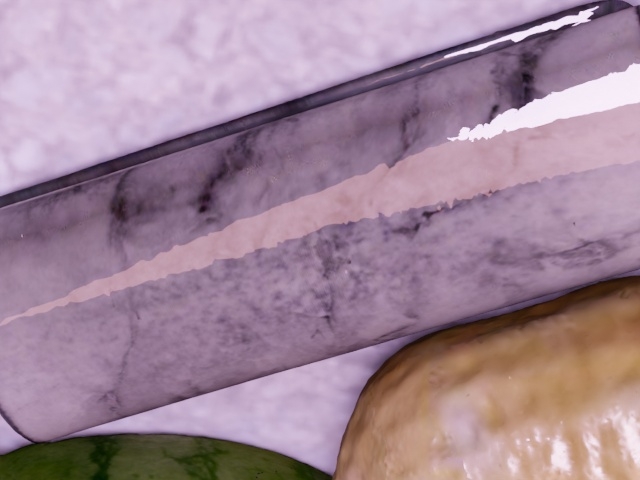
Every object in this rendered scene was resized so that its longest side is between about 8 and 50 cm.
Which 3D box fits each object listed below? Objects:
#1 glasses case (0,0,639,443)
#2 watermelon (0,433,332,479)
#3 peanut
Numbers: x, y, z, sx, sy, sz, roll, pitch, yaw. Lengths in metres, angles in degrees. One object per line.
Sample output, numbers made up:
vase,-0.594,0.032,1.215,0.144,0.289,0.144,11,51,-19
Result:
glasses case,0.000,0.000,0.739,0.299,0.060,0.114,-16,119,11
watermelon,-0.083,0.250,0.777,0.330,0.189,0.331,-1,94,-11
peanut,0.109,0.081,0.751,0.224,0.129,0.129,-8,123,16
